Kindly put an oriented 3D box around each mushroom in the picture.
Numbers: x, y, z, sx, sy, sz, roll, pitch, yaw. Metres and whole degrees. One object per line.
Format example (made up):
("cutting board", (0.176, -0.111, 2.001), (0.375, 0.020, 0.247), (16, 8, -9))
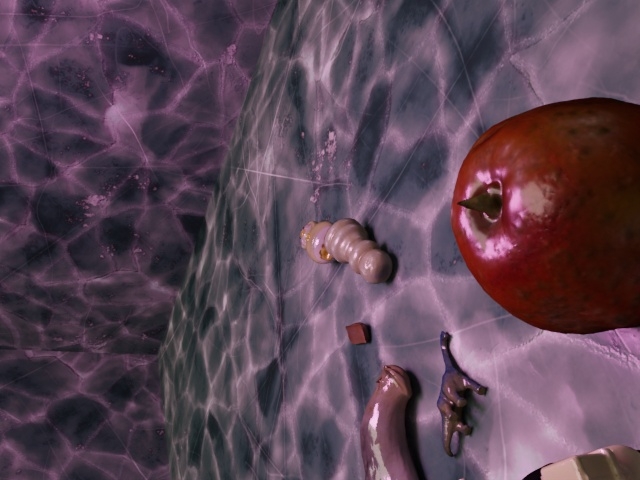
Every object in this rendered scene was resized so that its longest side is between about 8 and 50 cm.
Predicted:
("mushroom", (0.177, 0.514, 1.500), (0.177, 0.126, 0.397), (-34, 52, 44))

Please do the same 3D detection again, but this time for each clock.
("clock", (0.366, 0.432, 0.993), (0.379, 0.276, 0.120), (-50, 42, 42))

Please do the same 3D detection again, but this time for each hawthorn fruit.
("hawthorn fruit", (0.382, -0.041, 0.960), (0.402, 0.402, 0.403), (-26, 60, 59))

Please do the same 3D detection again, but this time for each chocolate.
("chocolate", (0.115, 0.276, 1.786), (0.100, 0.031, 0.065), (-33, 72, 61))

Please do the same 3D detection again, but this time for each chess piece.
("chess piece", (0.119, 0.040, 1.748), (0.243, 0.133, 0.133), (44, 122, 53))

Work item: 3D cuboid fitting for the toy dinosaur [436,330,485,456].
("toy dinosaur", (0.295, 0.359, 1.400), (0.188, 0.075, 0.248), (-130, 47, -68))

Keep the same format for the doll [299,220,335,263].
("doll", (-0.011, -0.002, 2.013), (0.296, 0.117, 0.142), (22, 100, 62))
